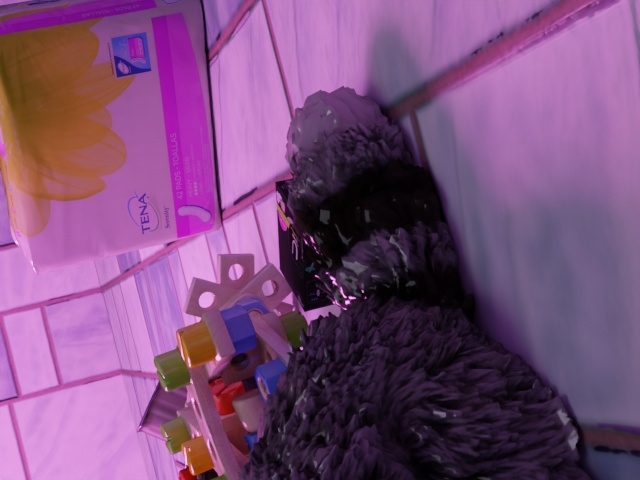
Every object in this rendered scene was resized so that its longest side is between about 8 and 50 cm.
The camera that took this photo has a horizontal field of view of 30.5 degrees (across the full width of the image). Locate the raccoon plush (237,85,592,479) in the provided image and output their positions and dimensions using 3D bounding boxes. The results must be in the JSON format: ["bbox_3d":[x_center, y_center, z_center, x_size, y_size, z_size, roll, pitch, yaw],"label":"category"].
[{"bbox_3d":[-0.040,0.139,0.691,0.216,0.299,0.446,96,155,-50],"label":"raccoon plush"}]

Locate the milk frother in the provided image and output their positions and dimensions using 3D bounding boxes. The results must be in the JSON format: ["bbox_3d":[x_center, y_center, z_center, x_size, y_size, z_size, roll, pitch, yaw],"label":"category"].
[{"bbox_3d":[-0.129,0.210,1.282,0.129,0.134,0.143,-77,12,-69],"label":"milk frother"}]

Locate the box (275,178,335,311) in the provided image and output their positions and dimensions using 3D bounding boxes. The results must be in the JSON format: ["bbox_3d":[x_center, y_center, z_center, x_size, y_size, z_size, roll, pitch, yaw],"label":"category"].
[{"bbox_3d":[0.000,0.000,0.882,0.062,0.052,0.083,-121,23,-48],"label":"box"}]

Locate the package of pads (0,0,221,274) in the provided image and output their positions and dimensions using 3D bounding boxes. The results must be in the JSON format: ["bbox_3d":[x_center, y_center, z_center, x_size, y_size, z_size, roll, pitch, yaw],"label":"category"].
[{"bbox_3d":[-0.234,-0.118,1.249,0.101,0.229,0.297,-124,25,-50],"label":"package of pads"}]

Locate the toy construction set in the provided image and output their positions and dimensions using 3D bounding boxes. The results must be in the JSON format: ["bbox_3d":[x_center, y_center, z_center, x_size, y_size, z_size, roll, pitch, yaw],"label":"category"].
[{"bbox_3d":[-0.071,0.124,0.974,0.328,0.151,0.215,-126,19,-77],"label":"toy construction set"}]
